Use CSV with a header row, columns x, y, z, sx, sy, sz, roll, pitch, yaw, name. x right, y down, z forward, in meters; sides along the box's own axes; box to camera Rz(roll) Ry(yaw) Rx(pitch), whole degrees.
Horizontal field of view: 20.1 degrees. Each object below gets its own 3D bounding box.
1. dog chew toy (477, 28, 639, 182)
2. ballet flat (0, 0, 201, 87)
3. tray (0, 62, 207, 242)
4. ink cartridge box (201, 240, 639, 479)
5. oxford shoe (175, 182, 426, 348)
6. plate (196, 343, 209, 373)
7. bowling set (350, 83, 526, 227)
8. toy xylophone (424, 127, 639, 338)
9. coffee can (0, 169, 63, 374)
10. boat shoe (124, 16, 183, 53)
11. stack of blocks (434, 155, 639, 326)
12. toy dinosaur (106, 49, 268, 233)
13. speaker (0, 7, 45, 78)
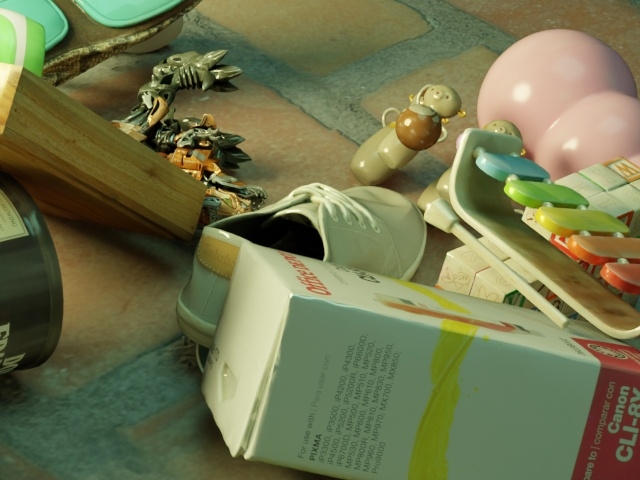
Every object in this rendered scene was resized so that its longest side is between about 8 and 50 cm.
x,y,z,sx,sy,sz,roll,pitch,yaw,name
0.339,-0.111,2.250,0.207,0.206,0.332,-9,49,-32,dog chew toy
-0.320,-0.258,2.188,0.483,0.182,0.164,-36,83,-35,ballet flat
-0.293,-0.092,1.820,0.203,0.076,0.411,12,-8,23,tray
0.105,0.135,1.693,0.385,0.160,0.279,13,7,-13,ink cartridge box
0.000,0.000,1.980,0.169,0.130,0.449,22,24,23,oxford shoe
-0.039,0.135,1.882,0.188,0.024,0.188,11,34,-7,plate
0.170,-0.113,2.144,0.287,0.200,0.154,35,68,24,bowling set
0.246,0.004,1.811,0.323,0.081,0.236,37,19,23,toy xylophone
-0.410,0.055,1.690,0.275,0.201,0.201,-15,44,-37,coffee can
-0.288,-0.291,2.363,0.219,0.077,0.070,-6,40,-26,boat shoe
0.257,0.029,2.021,0.297,0.171,0.087,-21,47,-41,stack of blocks
-0.193,-0.113,2.085,0.322,0.164,0.218,37,53,11,toy dinosaur
-0.449,-0.204,1.915,0.297,0.131,0.131,9,33,-19,speaker
